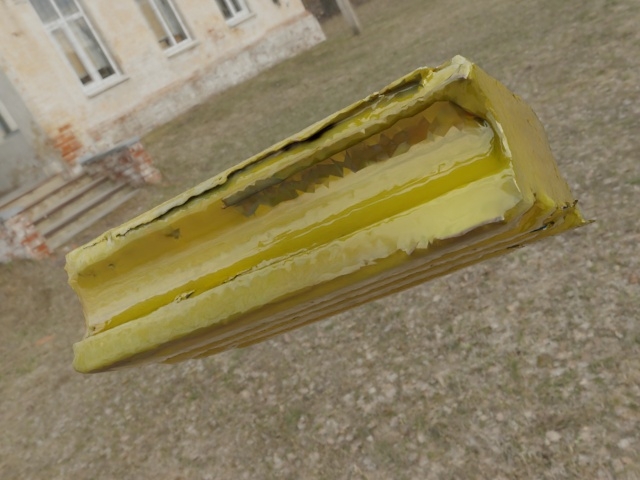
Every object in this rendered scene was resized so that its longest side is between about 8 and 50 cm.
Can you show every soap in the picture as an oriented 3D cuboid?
[{"bbox_3d":[0.001,0.000,0.452,0.325,0.096,0.204,-23,-12,26],"label":"soap"}]
